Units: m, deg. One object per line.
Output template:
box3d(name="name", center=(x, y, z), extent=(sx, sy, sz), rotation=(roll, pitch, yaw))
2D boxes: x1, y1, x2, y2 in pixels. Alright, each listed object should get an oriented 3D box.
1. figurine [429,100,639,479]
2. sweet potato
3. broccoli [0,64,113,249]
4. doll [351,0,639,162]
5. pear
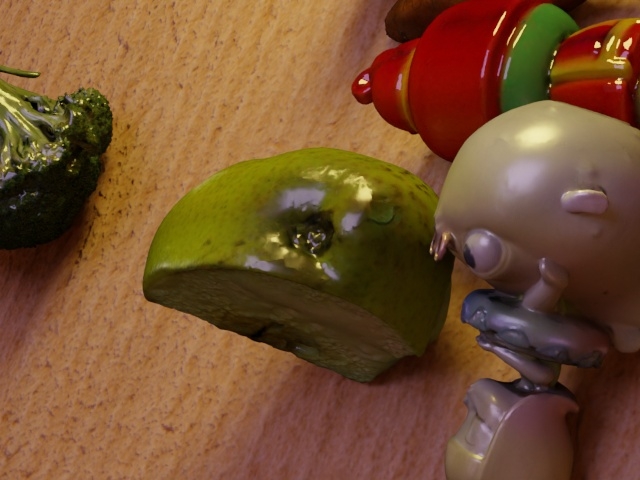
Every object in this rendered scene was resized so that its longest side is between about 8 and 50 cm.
box3d(name="figurine", center=(0.214, 0.084, 1.481), extent=(0.226, 0.275, 0.394), rotation=(-77, 1, -85))
box3d(name="sweet potato", center=(0.189, -0.271, 1.771), extent=(0.359, 0.112, 0.112), rotation=(-7, 60, 38))
box3d(name="broccoli", center=(-0.405, -0.121, 2.088), extent=(0.321, 0.283, 0.304), rotation=(-21, 20, 20))
box3d(name="doll", center=(0.177, -0.158, 1.670), extent=(0.363, 0.160, 0.182), rotation=(0, 49, 40))
box3d(name="pear", center=(0.000, 0.000, 1.606), extent=(0.282, 0.286, 0.176), rotation=(138, 151, -69))
